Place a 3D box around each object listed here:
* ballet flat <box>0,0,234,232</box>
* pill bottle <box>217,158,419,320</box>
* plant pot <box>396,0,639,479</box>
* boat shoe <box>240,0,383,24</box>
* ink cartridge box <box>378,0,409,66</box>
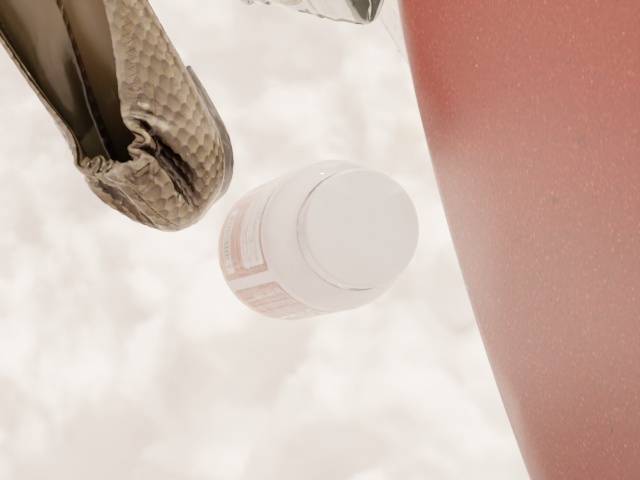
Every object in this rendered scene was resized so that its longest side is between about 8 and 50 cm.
[{"bbox_3d":[-0.121,-0.112,0.797,0.084,0.058,0.250,-29,92,32],"label":"ballet flat"},{"bbox_3d":[0.000,0.000,1.514,0.216,0.121,0.121,165,107,-71],"label":"pill bottle"},{"bbox_3d":[0.188,0.019,0.545,0.267,0.267,0.236,-169,75,-74],"label":"plant pot"},{"bbox_3d":[-0.054,-0.222,0.977,0.103,0.320,0.118,2,64,24],"label":"boat shoe"},{"bbox_3d":[0.102,-0.190,1.502,0.092,0.143,0.090,-27,68,-4],"label":"ink cartridge box"}]
